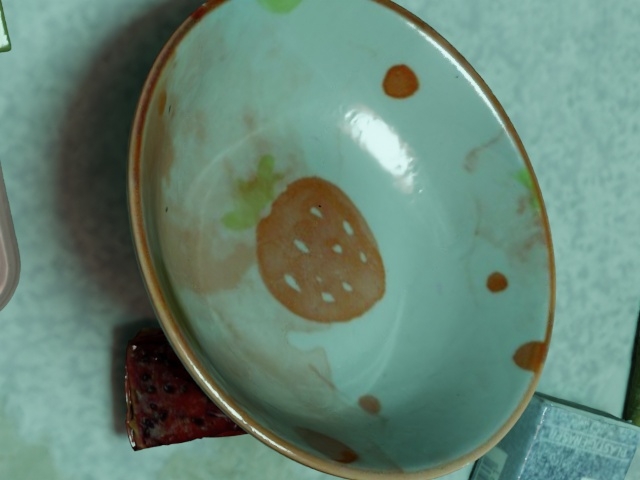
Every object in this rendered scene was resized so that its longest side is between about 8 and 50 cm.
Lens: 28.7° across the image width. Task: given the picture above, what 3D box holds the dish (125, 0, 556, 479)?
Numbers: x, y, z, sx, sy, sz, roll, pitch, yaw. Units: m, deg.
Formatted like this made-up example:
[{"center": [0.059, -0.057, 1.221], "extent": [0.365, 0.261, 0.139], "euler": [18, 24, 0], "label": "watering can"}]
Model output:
[{"center": [0.000, 0.000, 0.643], "extent": [0.260, 0.085, 0.260], "euler": [13, 67, -33], "label": "dish"}]

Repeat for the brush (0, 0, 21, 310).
[{"center": [-0.189, -0.063, 0.580], "extent": [0.103, 0.047, 0.234], "euler": [-18, 112, -22], "label": "brush"}]

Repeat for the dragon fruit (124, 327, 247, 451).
[{"center": [-0.040, 0.089, 0.693], "extent": [0.131, 0.097, 0.063], "euler": [-8, 122, -48], "label": "dragon fruit"}]

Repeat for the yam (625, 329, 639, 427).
[{"center": [0.225, 0.081, 0.851], "extent": [0.021, 0.021, 0.116], "euler": [1, 104, -28], "label": "yam"}]

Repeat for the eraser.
[{"center": [0.129, 0.204, 0.821], "extent": [0.091, 0.046, 0.213], "euler": [19, 95, -30], "label": "eraser"}]
